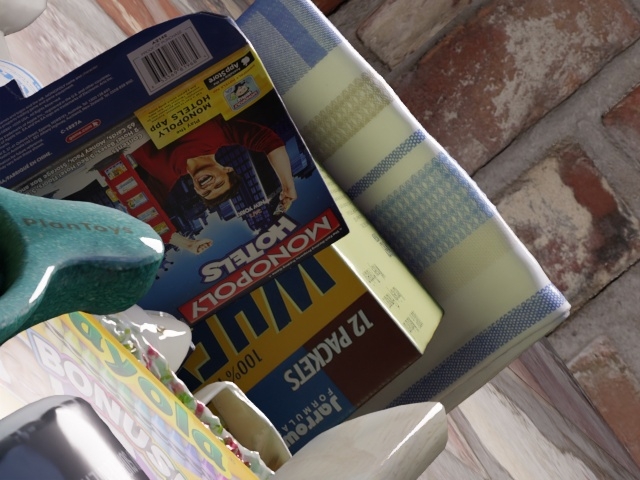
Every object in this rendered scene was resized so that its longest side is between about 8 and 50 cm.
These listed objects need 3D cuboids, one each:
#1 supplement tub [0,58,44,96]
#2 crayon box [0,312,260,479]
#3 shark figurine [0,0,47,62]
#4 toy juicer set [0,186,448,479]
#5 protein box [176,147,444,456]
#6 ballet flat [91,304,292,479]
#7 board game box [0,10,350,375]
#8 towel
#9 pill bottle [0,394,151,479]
[{"bbox_3d":[-0.176,-0.053,0.843,0.071,0.071,0.107,49,8,-8],"label":"supplement tub"},{"bbox_3d":[-0.099,0.093,0.586,0.278,0.081,0.165,47,10,-19],"label":"crayon box"},{"bbox_3d":[-0.206,-0.199,1.165,0.166,0.116,0.278,49,11,-17],"label":"shark figurine"},{"bbox_3d":[-0.123,0.014,0.307,0.329,0.089,0.209,15,19,-3],"label":"toy juicer set"},{"bbox_3d":[-0.049,0.017,0.959,0.201,0.136,0.200,50,8,2],"label":"protein box"},{"bbox_3d":[-0.071,0.080,0.735,0.091,0.077,0.241,-6,-49,44],"label":"ballet flat"},{"bbox_3d":[-0.093,0.002,0.777,0.060,0.194,0.194,58,-2,37],"label":"board game box"},{"bbox_3d":[0.000,0.000,1.082,0.285,0.209,0.034,50,28,2],"label":"towel"},{"bbox_3d":[-0.038,0.170,0.420,0.246,0.130,0.130,51,9,3],"label":"pill bottle"}]
